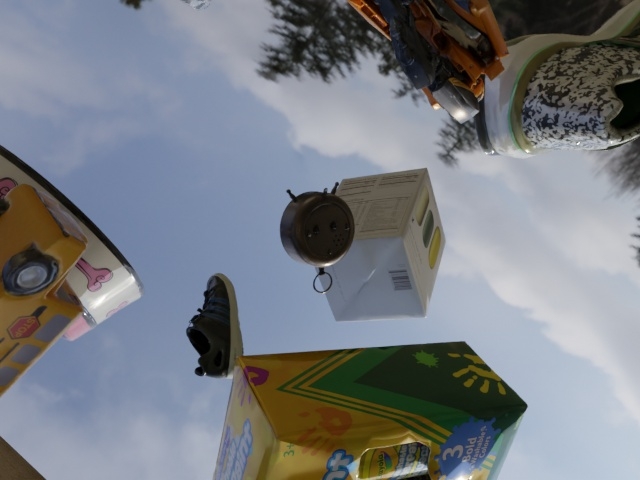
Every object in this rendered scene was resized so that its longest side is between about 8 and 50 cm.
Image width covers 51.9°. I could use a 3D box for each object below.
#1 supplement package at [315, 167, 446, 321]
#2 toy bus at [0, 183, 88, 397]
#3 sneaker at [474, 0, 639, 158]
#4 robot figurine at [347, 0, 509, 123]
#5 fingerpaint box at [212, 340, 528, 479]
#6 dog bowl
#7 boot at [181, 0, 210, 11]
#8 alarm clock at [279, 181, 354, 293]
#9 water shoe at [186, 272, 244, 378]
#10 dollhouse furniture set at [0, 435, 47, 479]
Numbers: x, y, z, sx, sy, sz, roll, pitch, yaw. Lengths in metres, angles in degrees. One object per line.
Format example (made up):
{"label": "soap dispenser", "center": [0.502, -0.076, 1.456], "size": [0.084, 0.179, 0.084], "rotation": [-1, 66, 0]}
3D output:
{"label": "supplement package", "center": [0.127, 0.006, 1.363], "size": [0.262, 0.198, 0.199], "rotation": [-62, -41, -50]}
{"label": "toy bus", "center": [-0.379, 0.101, 0.709], "size": [0.108, 0.332, 0.130], "rotation": [44, 180, 32]}
{"label": "sneaker", "center": [0.371, -0.170, 0.726], "size": [0.410, 0.158, 0.182], "rotation": [-24, -148, -24]}
{"label": "robot figurine", "center": [0.053, -0.227, 0.521], "size": [0.291, 0.085, 0.211], "rotation": [46, -154, -20]}
{"label": "fingerpaint box", "center": [0.039, 0.377, 0.927], "size": [0.371, 0.444, 0.163], "rotation": [2, -154, -27]}
{"label": "dog bowl", "center": [-0.510, 0.013, 1.142], "size": [0.408, 0.408, 0.150], "rotation": [39, -113, 3]}
{"label": "boot", "center": [-0.231, -0.421, 0.896], "size": [0.095, 0.123, 0.258], "rotation": [41, -163, 31]}
{"label": "alarm clock", "center": [0.000, 0.000, 1.140], "size": [0.129, 0.192, 0.064], "rotation": [-13, -164, -32]}
{"label": "water shoe", "center": [-0.176, 0.129, 1.060], "size": [0.080, 0.073, 0.203], "rotation": [4, -138, -24]}
{"label": "dollhouse furniture set", "center": [-0.414, 0.259, 0.693], "size": [0.144, 0.151, 0.123], "rotation": [-51, -51, -34]}
